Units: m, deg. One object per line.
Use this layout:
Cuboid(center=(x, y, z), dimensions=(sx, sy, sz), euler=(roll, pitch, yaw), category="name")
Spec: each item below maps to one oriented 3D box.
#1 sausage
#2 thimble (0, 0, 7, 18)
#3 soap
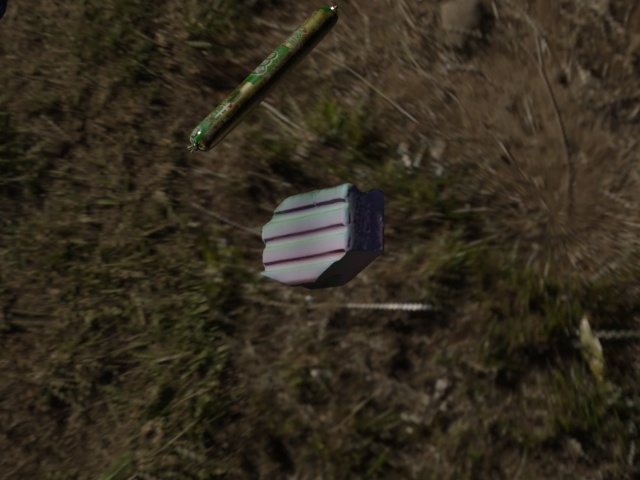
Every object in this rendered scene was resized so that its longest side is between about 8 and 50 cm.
Cuboid(center=(-0.063, -0.191, 1.522), dimensions=(0.033, 0.033, 0.269), euler=(39, 67, 7), category="sausage")
Cuboid(center=(-0.267, -0.164, 0.653), dimensions=(0.271, 0.150, 0.271), euler=(-23, 59, 45), category="thimble")
Cuboid(center=(0.000, 0.000, 1.386), dimensions=(0.149, 0.056, 0.100), euler=(-12, 74, 50), category="soap")
